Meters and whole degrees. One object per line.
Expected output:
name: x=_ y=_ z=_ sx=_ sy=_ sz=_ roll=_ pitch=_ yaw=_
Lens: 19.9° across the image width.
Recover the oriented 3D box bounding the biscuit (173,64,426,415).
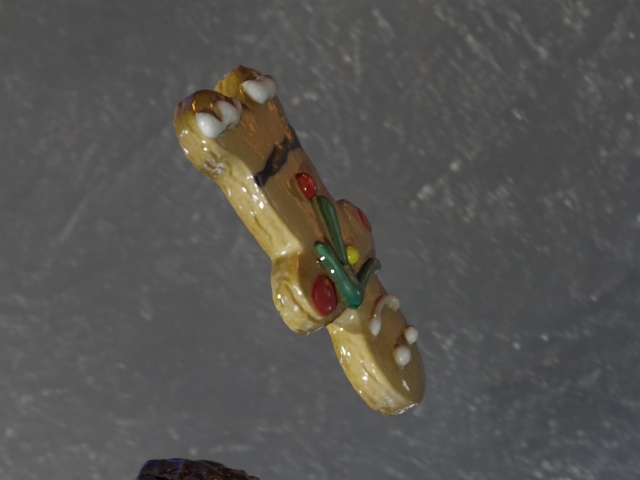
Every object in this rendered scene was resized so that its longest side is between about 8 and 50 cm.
biscuit: x=0.000 y=0.000 z=1.402 sx=0.049 sy=0.197 sz=0.301 roll=-26 pitch=101 yaw=24

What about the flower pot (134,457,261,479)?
flower pot: x=-0.043 y=0.341 z=1.679 sx=0.267 sy=0.266 sz=0.266 roll=4 pitch=71 yaw=4
